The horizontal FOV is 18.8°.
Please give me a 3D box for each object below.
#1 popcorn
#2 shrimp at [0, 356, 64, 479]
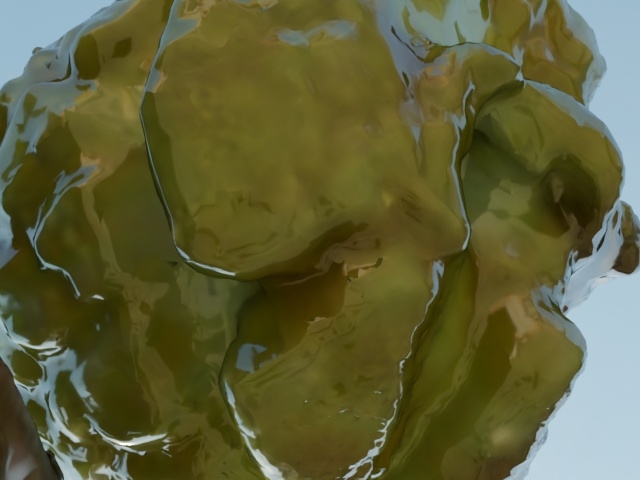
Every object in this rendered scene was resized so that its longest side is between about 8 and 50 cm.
[{"bbox_3d":[-0.002,-0.009,0.755,0.247,0.282,0.282,43,-84,-10],"label":"popcorn"},{"bbox_3d":[-0.142,0.026,0.607,0.110,0.221,0.446,-23,-78,-29],"label":"shrimp"}]
